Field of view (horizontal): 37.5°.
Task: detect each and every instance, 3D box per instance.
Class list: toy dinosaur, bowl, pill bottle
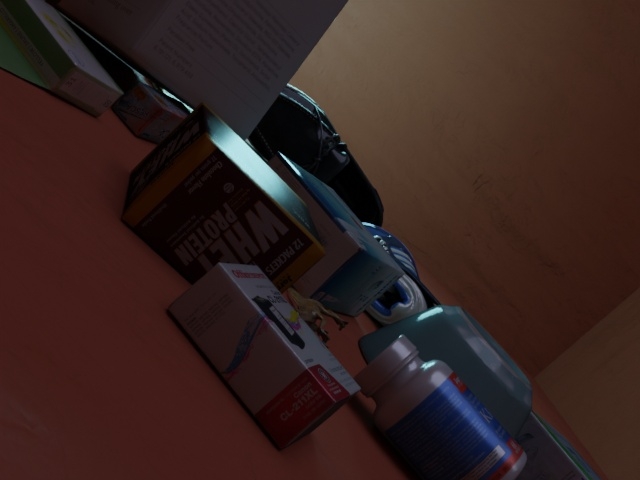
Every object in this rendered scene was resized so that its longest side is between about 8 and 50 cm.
[{"bbox_3d":[-0.012,0.097,1.289,0.092,0.053,0.183,45,8,-4],"label":"toy dinosaur"},{"bbox_3d":[0.226,0.226,1.536,0.311,0.163,0.311,47,7,-8],"label":"bowl"},{"bbox_3d":[0.145,0.231,1.201,0.221,0.124,0.124,48,8,7],"label":"pill bottle"}]

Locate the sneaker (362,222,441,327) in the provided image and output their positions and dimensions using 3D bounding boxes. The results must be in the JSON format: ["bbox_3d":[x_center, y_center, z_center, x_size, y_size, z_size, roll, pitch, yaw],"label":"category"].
[{"bbox_3d":[0.116,0.056,1.891,0.322,0.130,0.236,58,8,29],"label":"sneaker"}]

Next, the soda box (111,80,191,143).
[{"bbox_3d":[-0.242,-0.185,1.426,0.063,0.058,0.183,48,7,10],"label":"soda box"}]

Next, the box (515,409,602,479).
[{"bbox_3d":[0.422,0.442,1.661,0.262,0.127,0.231,40,9,-48],"label":"box"}]

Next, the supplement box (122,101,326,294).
[{"bbox_3d":[-0.114,-0.035,1.104,0.191,0.129,0.194,45,8,-20],"label":"supplement box"}]

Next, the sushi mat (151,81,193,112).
[{"bbox_3d":[-0.229,-0.233,1.889,0.151,0.019,0.316,51,9,22],"label":"sushi mat"}]

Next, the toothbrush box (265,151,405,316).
[{"bbox_3d":[0.000,0.000,1.571,0.216,0.126,0.295,50,7,20],"label":"toothbrush box"}]

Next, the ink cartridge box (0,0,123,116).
[{"bbox_3d":[-0.360,-0.254,1.157,0.171,0.056,0.235,51,6,18],"label":"ink cartridge box"}]

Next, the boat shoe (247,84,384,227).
[{"bbox_3d":[-0.010,-0.189,2.267,0.500,0.187,0.156,50,0,-24],"label":"boat shoe"}]

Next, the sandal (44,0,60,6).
[{"bbox_3d":[-0.400,-0.326,1.260,0.049,0.072,0.180,63,10,1],"label":"sandal"}]

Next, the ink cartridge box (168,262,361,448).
[{"bbox_3d":[-0.053,0.108,0.932,0.175,0.072,0.127,49,9,11],"label":"ink cartridge box"}]

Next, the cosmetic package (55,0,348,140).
[{"bbox_3d":[-0.190,-0.442,1.525,0.329,0.393,0.327,37,1,34],"label":"cosmetic package"}]
